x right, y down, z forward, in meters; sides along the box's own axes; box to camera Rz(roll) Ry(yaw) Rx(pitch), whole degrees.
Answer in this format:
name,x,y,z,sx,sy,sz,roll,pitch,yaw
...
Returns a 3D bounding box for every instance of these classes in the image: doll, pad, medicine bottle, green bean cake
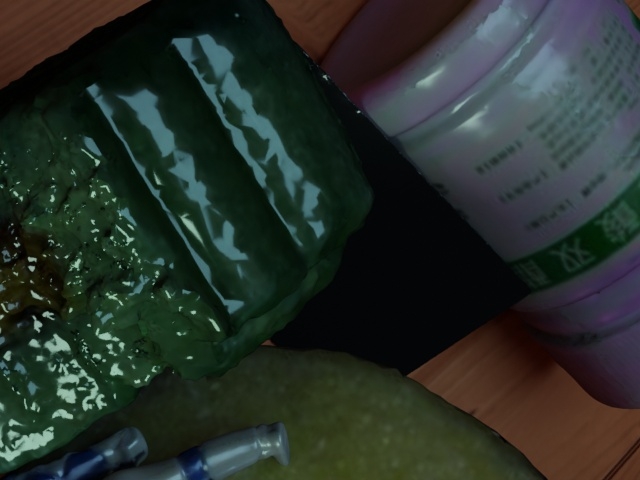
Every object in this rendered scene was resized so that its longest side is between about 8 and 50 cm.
name,x,y,z,sx,sy,sz,roll,pitch,yaw
doll,-0.124,0.150,0.726,0.227,0.057,0.114,-10,49,0
pad,0.000,0.000,0.969,0.245,0.170,0.006,44,24,-21
medicine bottle,0.171,-0.055,1.034,0.325,0.212,0.212,45,64,-22
green bean cake,-0.160,0.017,0.763,0.308,0.300,0.169,-39,106,-29

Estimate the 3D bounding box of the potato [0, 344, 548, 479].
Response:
name,x,y,z,sx,sy,sz,roll,pitch,yaw
potato,-0.038,0.314,0.836,0.385,0.319,0.442,32,70,20
